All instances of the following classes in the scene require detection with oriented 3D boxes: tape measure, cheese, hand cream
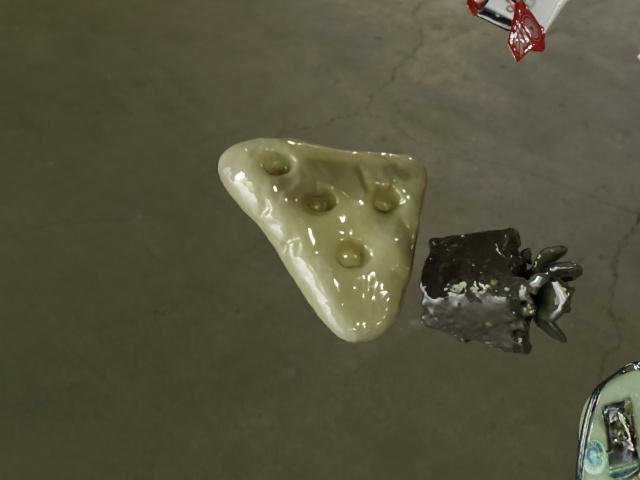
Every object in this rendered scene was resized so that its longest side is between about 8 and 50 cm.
[{"bbox_3d":[0.445,0.294,1.268,0.115,0.235,0.207,12,54,-24],"label":"tape measure"},{"bbox_3d":[0.000,0.000,1.431,0.351,0.129,0.328,6,75,-14],"label":"cheese"},{"bbox_3d":[0.386,-0.455,1.362,0.121,0.076,0.336,37,86,29],"label":"hand cream"}]

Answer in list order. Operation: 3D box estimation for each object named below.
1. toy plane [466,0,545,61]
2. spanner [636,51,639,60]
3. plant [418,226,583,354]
[{"bbox_3d":[0.057,-0.142,0.367,0.145,0.037,0.060,55,41,-11],"label":"toy plane"},{"bbox_3d":[0.474,-0.112,0.994,0.302,0.017,0.071,44,26,5],"label":"spanner"},{"bbox_3d":[0.318,0.082,1.551,0.276,0.199,0.188,7,42,21],"label":"plant"}]
